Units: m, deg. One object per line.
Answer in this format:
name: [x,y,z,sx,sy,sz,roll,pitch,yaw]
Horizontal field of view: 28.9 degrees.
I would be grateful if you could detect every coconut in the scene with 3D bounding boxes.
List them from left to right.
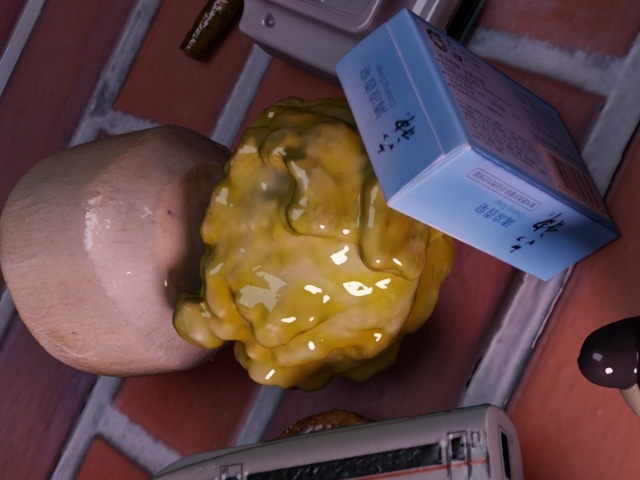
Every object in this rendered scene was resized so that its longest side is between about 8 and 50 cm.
coconut: [-0.179,0.009,1.204,0.247,0.245,0.244,-3,71,40]

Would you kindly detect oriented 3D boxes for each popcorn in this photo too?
popcorn: [0.000,0.000,1.070,0.235,0.242,0.250,49,119,31]

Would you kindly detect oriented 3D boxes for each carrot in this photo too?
carrot: [-0.099,-0.270,1.373,0.170,0.042,0.042,-53,49,11]

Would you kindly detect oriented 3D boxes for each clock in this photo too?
clock: [0.054,-0.280,1.203,0.231,0.116,0.262,29,94,41]

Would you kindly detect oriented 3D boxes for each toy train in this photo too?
toy train: [-0.038,0.209,1.026,0.407,0.086,0.088,-14,65,24]

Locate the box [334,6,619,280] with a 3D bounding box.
box: [0.127,-0.070,0.983,0.083,0.232,0.142,-37,54,27]

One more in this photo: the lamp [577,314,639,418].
lamp: [0.306,0.077,0.816,0.244,0.198,0.197,-24,58,49]

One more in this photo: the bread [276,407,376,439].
bread: [0.009,0.243,1.077,0.193,0.064,0.193,-13,64,29]
